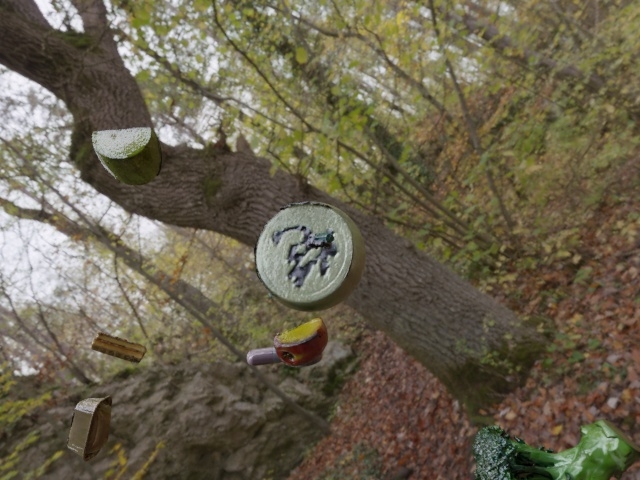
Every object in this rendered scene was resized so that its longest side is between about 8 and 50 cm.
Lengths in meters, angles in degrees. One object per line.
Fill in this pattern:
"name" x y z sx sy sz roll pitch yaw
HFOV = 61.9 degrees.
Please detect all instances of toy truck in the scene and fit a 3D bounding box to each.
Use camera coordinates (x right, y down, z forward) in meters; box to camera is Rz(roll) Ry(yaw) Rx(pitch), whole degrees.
"toy truck" 0.000 0.000 1.467 0.083 0.039 0.044 -1 69 51

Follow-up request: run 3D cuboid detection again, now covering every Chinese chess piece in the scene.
"Chinese chess piece" -0.034 0.048 1.673 0.349 0.350 0.146 -58 -23 -1

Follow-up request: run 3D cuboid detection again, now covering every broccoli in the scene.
"broccoli" 0.411 0.433 0.942 0.297 0.298 0.297 -50 -9 9

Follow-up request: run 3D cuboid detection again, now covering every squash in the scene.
"squash" -0.564 -0.229 1.563 0.085 0.192 0.184 -91 -4 -58

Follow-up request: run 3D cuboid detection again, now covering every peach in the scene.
"peach" -0.046 0.290 1.497 0.172 0.127 0.092 -27 -71 -43

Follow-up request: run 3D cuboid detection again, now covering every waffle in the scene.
"waffle" -0.578 0.309 1.528 0.102 0.148 0.042 -40 31 58

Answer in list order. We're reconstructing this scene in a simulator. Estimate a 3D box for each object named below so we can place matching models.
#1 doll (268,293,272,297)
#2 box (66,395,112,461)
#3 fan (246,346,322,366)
"doll" -0.177 0.141 2.169 0.159 0.059 0.158 -112 37 -61
"box" -0.642 0.527 1.506 0.111 0.112 0.176 12 -91 -80
"fan" -0.116 0.370 1.731 0.130 0.245 0.074 -129 34 -77
